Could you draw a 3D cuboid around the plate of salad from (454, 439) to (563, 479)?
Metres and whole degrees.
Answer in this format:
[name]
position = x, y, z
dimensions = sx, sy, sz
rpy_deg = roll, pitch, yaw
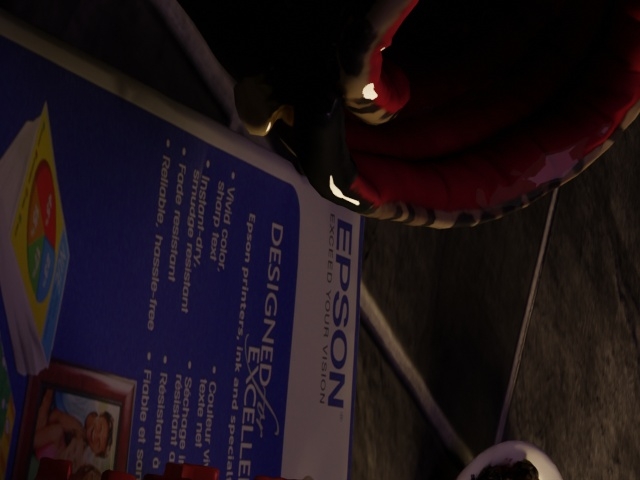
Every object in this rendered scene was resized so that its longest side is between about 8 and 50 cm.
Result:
[plate of salad]
position = 0.125, 0.233, 1.165
dimensions = 0.200, 0.048, 0.200
rpy_deg = -11, 104, -50

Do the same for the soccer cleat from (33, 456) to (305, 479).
[soccer cleat]
position = -0.045, 0.090, 0.405
dimensions = 0.196, 0.068, 0.076
rpy_deg = 25, 71, -70

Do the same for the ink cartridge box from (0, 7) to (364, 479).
[ink cartridge box]
position = -0.072, 0.109, 0.513
dimensions = 0.307, 0.072, 0.303
rpy_deg = 26, 66, -70

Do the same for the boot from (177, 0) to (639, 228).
[boot]
position = -0.058, -0.150, 0.405
dimensions = 0.138, 0.284, 0.377
rpy_deg = -45, 159, 3
